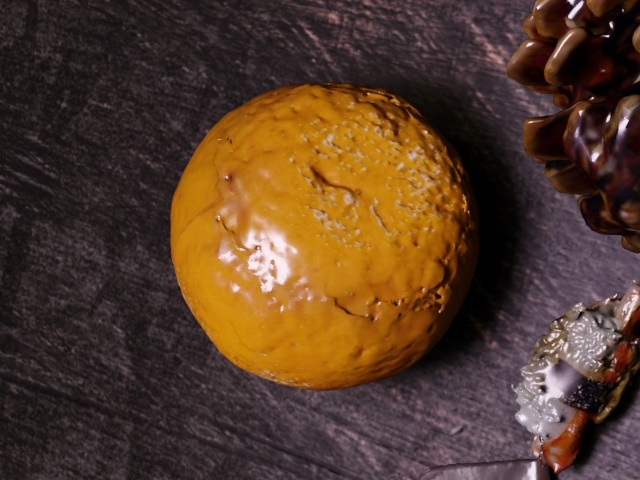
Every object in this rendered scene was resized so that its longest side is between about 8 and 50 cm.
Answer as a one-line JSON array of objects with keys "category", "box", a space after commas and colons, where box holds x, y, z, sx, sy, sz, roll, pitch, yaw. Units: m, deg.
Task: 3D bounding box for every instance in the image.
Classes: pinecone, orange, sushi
[{"category": "pinecone", "box": [0.388, -0.137, 1.644, 0.397, 0.397, 0.398, -5, 83, 39]}, {"category": "orange", "box": [0.000, 0.000, 1.978, 0.293, 0.340, 0.341, 123, 133, -60]}, {"category": "sushi", "box": [0.265, 0.130, 1.894, 0.226, 0.103, 0.097, -59, 38, 16]}]

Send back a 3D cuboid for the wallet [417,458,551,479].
[{"category": "wallet", "box": [0.185, 0.392, 1.966, 0.165, 0.042, 0.310, -11, 80, 36]}]
